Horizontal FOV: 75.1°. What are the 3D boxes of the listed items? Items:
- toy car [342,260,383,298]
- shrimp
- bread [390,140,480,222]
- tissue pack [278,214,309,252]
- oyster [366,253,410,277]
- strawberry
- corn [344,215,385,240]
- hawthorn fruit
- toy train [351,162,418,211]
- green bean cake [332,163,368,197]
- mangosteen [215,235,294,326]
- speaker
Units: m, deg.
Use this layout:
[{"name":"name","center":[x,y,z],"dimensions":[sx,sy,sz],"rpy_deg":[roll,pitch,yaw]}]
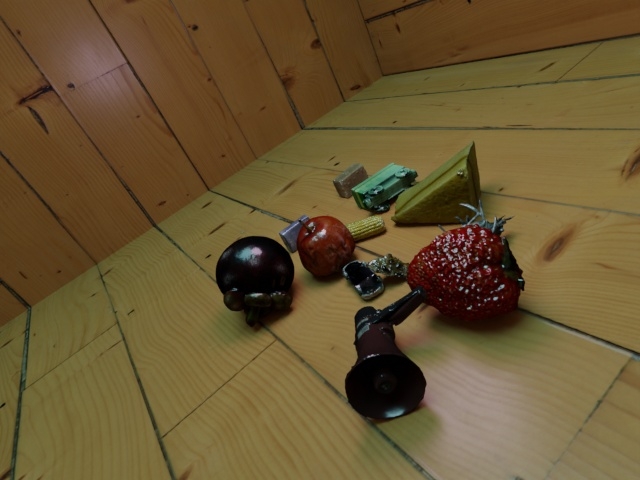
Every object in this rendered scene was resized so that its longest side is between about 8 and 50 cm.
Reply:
[{"name":"toy car","center":[0.150,0.138,1.491],"dimensions":[0.095,0.056,0.205],"rpy_deg":[-30,30,-8]},{"name":"shrimp","center":[0.448,0.022,1.344],"dimensions":[0.410,0.166,0.221],"rpy_deg":[-47,12,-8]},{"name":"bread","center":[0.427,-0.207,1.644],"dimensions":[0.361,0.245,0.233],"rpy_deg":[-3,37,31]},{"name":"tissue pack","center":[-0.102,-0.031,1.928],"dimensions":[0.156,0.112,0.051],"rpy_deg":[-37,29,-18]},{"name":"oyster","center":[0.244,0.088,1.449],"dimensions":[0.177,0.056,0.105],"rpy_deg":[5,31,-3]},{"name":"strawberry","center":[0.392,0.098,1.138],"dimensions":[0.257,0.261,0.261],"rpy_deg":[-17,27,-9]},{"name":"corn","center":[0.151,-0.040,1.761],"dimensions":[0.248,0.081,0.081],"rpy_deg":[-18,30,17]},{"name":"hawthorn fruit","center":[0.000,0.000,1.620],"dimensions":[0.241,0.272,0.242],"rpy_deg":[-25,35,19]},{"name":"toy train","center":[0.302,-0.246,1.932],"dimensions":[0.300,0.120,0.202],"rpy_deg":[-34,27,-13]},{"name":"green bean cake","center":[0.160,-0.313,2.174],"dimensions":[0.179,0.109,0.085],"rpy_deg":[-39,30,-22]},{"name":"mangosteen","center":[-0.248,0.153,1.599],"dimensions":[0.306,0.307,0.347],"rpy_deg":[-19,58,15]},{"name":"speaker","center":[0.165,0.256,1.113],"dimensions":[0.198,0.259,0.329],"rpy_deg":[12,27,-5]}]
